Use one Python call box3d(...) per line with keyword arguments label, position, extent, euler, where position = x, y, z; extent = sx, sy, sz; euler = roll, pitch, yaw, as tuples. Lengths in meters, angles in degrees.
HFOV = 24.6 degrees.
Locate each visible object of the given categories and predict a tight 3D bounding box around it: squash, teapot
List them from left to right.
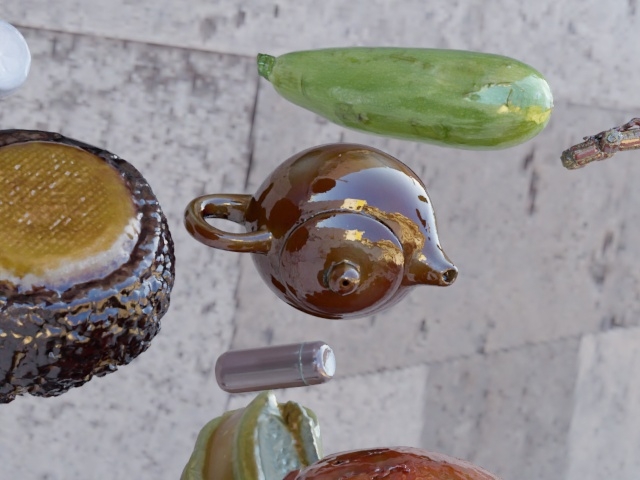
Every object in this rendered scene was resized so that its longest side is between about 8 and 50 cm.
box3d(label="teapot", position=(0.000, 0.000, 1.335), extent=(0.135, 0.252, 0.178), euler=(-94, -166, -61))
box3d(label="squash", position=(0.090, -0.173, 1.727), extent=(0.118, 0.371, 0.118), euler=(8, 90, -72))

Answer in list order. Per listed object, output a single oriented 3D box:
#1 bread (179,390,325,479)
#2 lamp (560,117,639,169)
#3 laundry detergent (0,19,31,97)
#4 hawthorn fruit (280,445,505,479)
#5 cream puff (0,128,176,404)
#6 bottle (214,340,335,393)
box3d(label="bread", position=(-0.077, 0.397, 1.939), extent=(0.341, 0.210, 0.300), euler=(82, 1, -54))
box3d(label="lamp", position=(0.271, -0.091, 1.416), extent=(0.063, 0.083, 0.031), euler=(-9, 77, -40))
box3d(label="laundry detergent", position=(-0.426, -0.155, 1.547), extent=(0.159, 0.335, 0.087), euler=(17, 68, -40))
box3d(label="hawthorn fruit", position=(0.040, 0.266, 1.084), extent=(0.307, 0.276, 0.276), euler=(44, 62, -27))
box3d(label="cream puff", position=(-0.238, 0.027, 1.203), extent=(0.239, 0.239, 0.164), euler=(-43, 157, -40))
box3d(label="bottle", position=(-0.054, 0.149, 1.730), extent=(0.053, 0.140, 0.053), euler=(-8, 90, -66))
